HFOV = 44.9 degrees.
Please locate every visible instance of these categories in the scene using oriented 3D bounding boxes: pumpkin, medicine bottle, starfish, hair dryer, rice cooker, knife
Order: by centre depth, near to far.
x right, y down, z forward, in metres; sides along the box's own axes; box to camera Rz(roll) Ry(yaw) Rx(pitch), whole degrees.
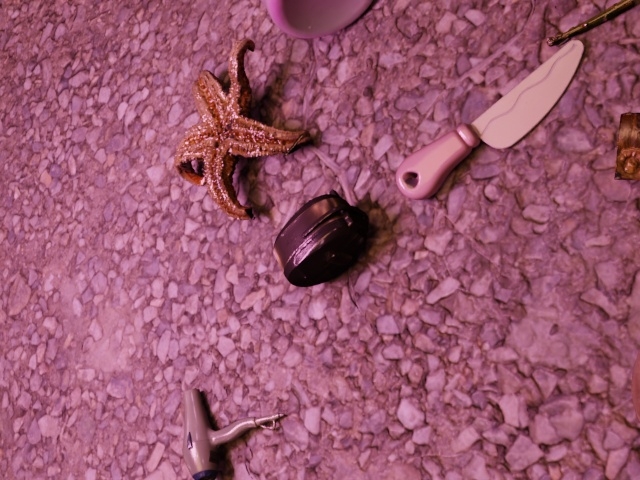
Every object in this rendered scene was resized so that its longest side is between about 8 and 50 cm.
[{"bbox_3d":[0.425,-0.114,1.015,0.073,0.035,0.101,8,82,25],"label":"pumpkin"},{"bbox_3d":[0.253,-0.168,1.143,0.336,0.043,0.081,-37,73,21],"label":"knife"},{"bbox_3d":[0.000,0.000,1.241,0.165,0.112,0.106,-50,51,16],"label":"rice cooker"},{"bbox_3d":[-0.052,-0.528,1.327,0.212,0.212,0.326,-39,61,22],"label":"medicine bottle"},{"bbox_3d":[-0.169,0.300,1.341,0.199,0.067,0.167,-41,54,9],"label":"hair dryer"},{"bbox_3d":[-0.153,-0.204,1.400,0.303,0.113,0.312,19,101,39],"label":"starfish"}]

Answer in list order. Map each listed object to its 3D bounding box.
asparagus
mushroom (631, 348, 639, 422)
[{"bbox_3d":[0.380,-0.307,1.095,0.127,0.018,0.015,-25,33,28],"label":"asparagus"},{"bbox_3d":[0.440,0.162,0.832,0.207,0.215,0.208,-7,75,26],"label":"mushroom"}]
